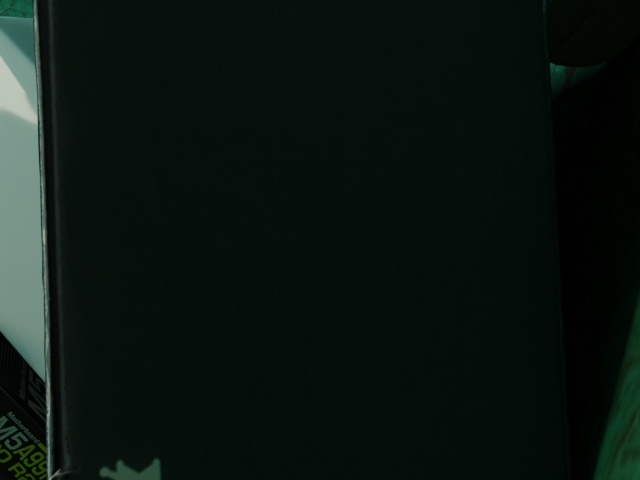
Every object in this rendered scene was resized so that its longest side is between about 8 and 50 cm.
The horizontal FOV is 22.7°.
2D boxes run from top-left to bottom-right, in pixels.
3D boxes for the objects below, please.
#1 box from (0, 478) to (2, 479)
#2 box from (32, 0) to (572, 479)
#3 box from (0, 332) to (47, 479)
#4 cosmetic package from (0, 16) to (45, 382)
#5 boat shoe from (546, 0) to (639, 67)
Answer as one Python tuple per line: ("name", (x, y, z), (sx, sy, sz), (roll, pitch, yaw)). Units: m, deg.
("box", (-0.277, 0.235, 2.185), (0.312, 0.343, 0.179), (-87, 13, -65))
("box", (-0.031, -0.011, 0.806), (0.395, 0.212, 0.293), (151, 117, -82))
("box", (-0.254, 0.097, 1.361), (0.060, 0.216, 0.270), (-31, 29, 10))
("cosmetic package", (-0.148, 0.010, 1.250), (0.197, 0.365, 0.155), (-55, -21, 23))
("boat shoe", (0.137, -0.224, 0.744), (0.096, 0.098, 0.277), (-95, 21, -73))
